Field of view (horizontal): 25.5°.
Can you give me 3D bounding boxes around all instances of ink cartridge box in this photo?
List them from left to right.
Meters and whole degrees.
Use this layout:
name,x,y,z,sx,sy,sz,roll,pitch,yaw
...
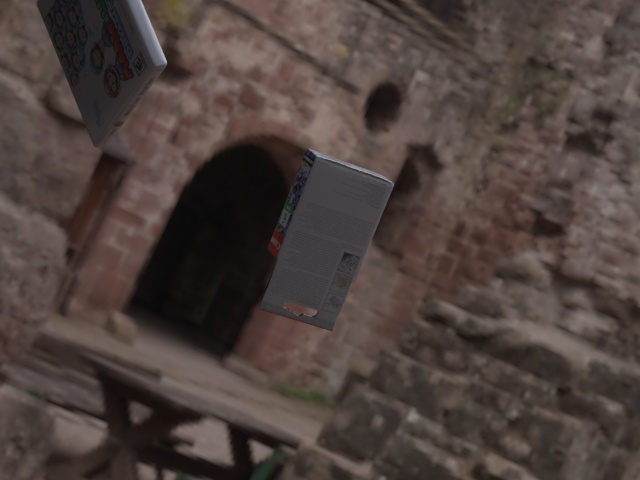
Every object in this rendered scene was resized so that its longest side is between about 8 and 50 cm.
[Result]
name,x,y,z,sx,sy,sz,roll,pitch,yaw
ink cartridge box,0.000,0.000,0.990,0.063,0.115,0.029,19,9,-21

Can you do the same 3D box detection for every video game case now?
name,x,y,z,sx,sy,sz,roll,pitch,yaw
video game case,-0.195,-0.183,1.238,0.019,0.157,0.143,-13,-18,-36
